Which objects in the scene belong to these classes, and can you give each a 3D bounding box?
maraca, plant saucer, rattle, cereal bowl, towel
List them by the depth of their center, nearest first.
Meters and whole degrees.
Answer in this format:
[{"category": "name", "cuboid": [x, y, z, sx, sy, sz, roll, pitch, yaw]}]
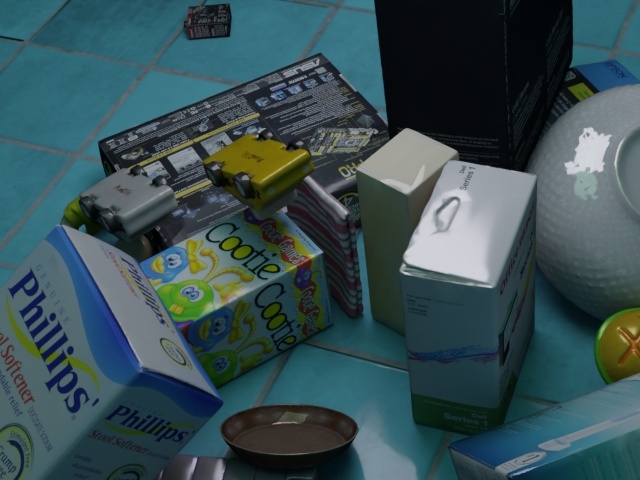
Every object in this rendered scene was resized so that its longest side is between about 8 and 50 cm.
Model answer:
[{"category": "plant saucer", "cuboid": [-0.038, 0.239, 1.582, 0.168, 0.029, 0.168, 0, 12, 0]}, {"category": "maraca", "cuboid": [0.428, 0.147, 1.611, 0.186, 0.099, 0.127, 9, 71, -7]}, {"category": "cereal bowl", "cuboid": [0.438, -0.062, 1.696, 0.339, 0.141, 0.339, 2, 69, -5]}, {"category": "towel", "cuboid": [0.000, 0.000, 1.749, 0.029, 0.197, 0.144, -31, 48, -22]}, {"category": "rattle", "cuboid": [-0.277, 0.017, 1.894, 0.200, 0.143, 0.130, 28, 85, 13]}]

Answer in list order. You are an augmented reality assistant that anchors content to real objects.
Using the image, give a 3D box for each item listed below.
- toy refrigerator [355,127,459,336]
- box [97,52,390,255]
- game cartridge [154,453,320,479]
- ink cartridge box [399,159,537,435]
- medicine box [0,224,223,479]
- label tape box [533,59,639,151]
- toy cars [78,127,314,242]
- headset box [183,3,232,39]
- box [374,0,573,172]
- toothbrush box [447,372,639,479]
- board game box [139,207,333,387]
[{"category": "toy refrigerator", "cuboid": [0.116, -0.004, 1.685, 0.094, 0.269, 0.102, 29, 55, 32]}, {"category": "box", "cuboid": [-0.094, -0.110, 1.954, 0.395, 0.097, 0.318, -24, 44, -17]}, {"category": "game cartridge", "cuboid": [-0.140, 0.398, 1.455, 0.230, 0.068, 0.355, 0, 44, 14]}, {"category": "ink cartridge box", "cuboid": [0.186, 0.073, 1.589, 0.117, 0.278, 0.201, 10, 47, 19]}, {"category": "medicine box", "cuboid": [-0.300, 0.180, 1.519, 0.289, 0.149, 0.263, -48, 50, 12]}, {"category": "label tape box", "cuboid": [0.335, -0.120, 1.894, 0.348, 0.115, 0.249, -18, 44, -13]}, {"category": "toy cars", "cuboid": [-0.163, -0.056, 1.724, 0.394, 0.087, 0.176, -12, 26, 27]}, {"category": "headset box", "cuboid": [-0.201, -0.387, 2.304, 0.083, 0.032, 0.062, -5, 43, 4]}, {"category": "box", "cuboid": [0.222, -0.294, 1.785, 0.179, 0.312, 0.343, 10, 44, 20]}, {"category": "toothbrush box", "cuboid": [0.319, 0.245, 1.427, 0.295, 0.126, 0.216, -19, 3, -12]}, {"category": "board game box", "cuboid": [-0.140, 0.086, 1.718, 0.275, 0.142, 0.144, -28, 47, -20]}]
